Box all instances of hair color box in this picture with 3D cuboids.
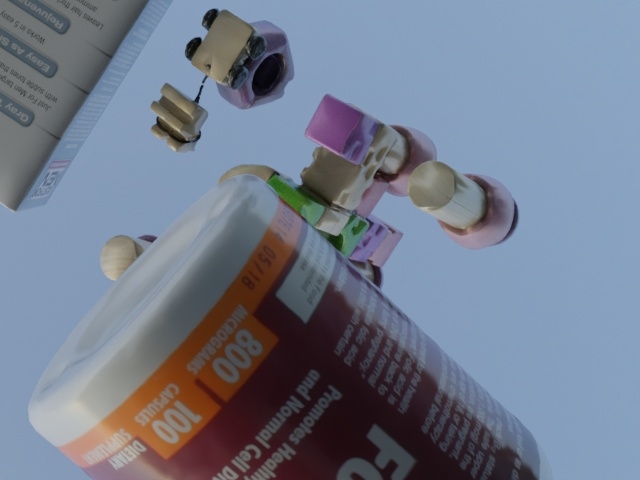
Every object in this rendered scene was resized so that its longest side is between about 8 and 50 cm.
[{"bbox_3d":[-0.242,-0.232,1.119,0.185,0.113,0.374,33,-86,-2],"label":"hair color box"}]

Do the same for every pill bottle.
[{"bbox_3d":[0.016,0.162,0.855,0.392,0.224,0.224,43,-103,-12],"label":"pill bottle"}]

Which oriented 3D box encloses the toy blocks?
[{"bbox_3d":[0.000,0.000,1.154,0.309,0.260,0.288,37,-82,27],"label":"toy blocks"}]
